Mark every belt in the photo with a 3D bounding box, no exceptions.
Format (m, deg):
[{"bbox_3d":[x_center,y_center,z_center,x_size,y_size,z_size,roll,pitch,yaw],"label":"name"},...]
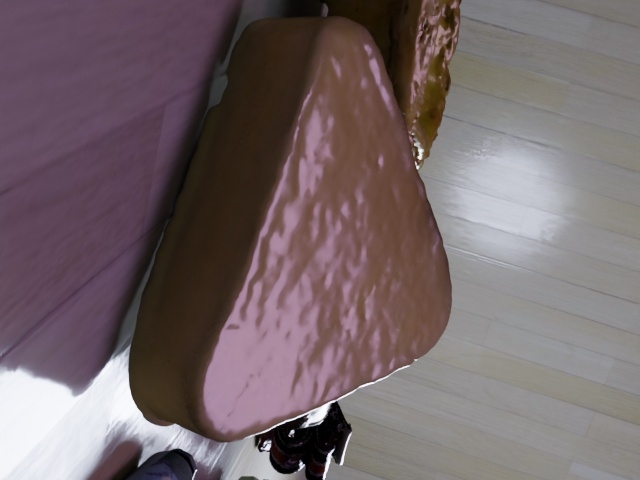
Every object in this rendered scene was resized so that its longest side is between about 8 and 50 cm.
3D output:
[{"bbox_3d":[-0.016,0.252,1.728,0.359,0.126,0.094,-89,-169,-54],"label":"belt"}]

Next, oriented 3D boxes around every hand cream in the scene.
[{"bbox_3d":[-0.182,0.255,0.925,0.256,0.055,0.088,-26,129,-72],"label":"hand cream"}]

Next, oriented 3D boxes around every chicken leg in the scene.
[{"bbox_3d":[-0.070,0.341,1.844,0.205,0.093,0.053,111,-28,-60],"label":"chicken leg"}]

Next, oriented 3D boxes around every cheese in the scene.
[{"bbox_3d":[-0.031,0.030,0.910,0.384,0.104,0.384,-16,110,-49],"label":"cheese"}]

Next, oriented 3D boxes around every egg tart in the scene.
[{"bbox_3d":[0.079,-0.227,1.088,0.345,0.132,0.345,8,90,-79],"label":"egg tart"}]

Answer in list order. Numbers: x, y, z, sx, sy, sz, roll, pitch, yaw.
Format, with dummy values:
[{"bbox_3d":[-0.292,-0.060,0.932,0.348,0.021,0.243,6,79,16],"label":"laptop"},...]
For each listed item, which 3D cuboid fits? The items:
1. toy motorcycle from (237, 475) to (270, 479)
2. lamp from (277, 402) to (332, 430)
[{"bbox_3d":[-0.071,0.458,1.523,0.410,0.237,0.169,-29,121,-77],"label":"toy motorcycle"},{"bbox_3d":[-0.038,0.148,1.339,0.161,0.161,0.185,97,16,-55],"label":"lamp"}]
